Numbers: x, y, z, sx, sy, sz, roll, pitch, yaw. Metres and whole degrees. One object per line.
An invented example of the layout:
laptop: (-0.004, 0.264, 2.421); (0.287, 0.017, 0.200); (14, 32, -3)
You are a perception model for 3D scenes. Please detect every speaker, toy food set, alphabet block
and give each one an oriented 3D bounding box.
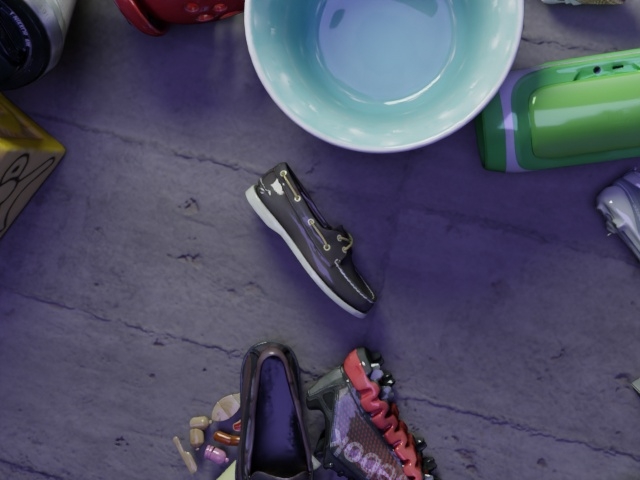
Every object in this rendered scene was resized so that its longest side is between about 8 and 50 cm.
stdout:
speaker: (0.341, -0.158, 0.984); (0.297, 0.131, 0.131); (-7, 94, 7)
toy food set: (-0.137, 0.266, 1.123); (0.122, 0.019, 0.078); (-32, 78, 1)
alphabet block: (-0.487, -0.102, 1.046); (0.193, 0.192, 0.197); (40, 97, -1)

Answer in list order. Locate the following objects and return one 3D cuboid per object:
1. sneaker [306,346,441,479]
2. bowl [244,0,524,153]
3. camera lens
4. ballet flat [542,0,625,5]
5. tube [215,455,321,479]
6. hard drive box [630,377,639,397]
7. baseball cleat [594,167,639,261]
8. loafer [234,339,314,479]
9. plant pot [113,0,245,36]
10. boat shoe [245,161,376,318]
sneaker: (0.070, 0.284, 1.068); (0.135, 0.097, 0.276); (-27, 90, 8)
bowl: (0.078, -0.259, 0.983); (0.312, 0.163, 0.311); (1, 95, 7)
camera lens: (-0.388, -0.330, 0.947); (0.220, 0.219, 0.274); (0, 58, 6)
ballet flat: (0.279, -0.338, 1.012); (0.206, 0.073, 0.067); (36, 125, 4)
tube: (-0.119, 0.352, 1.116); (0.240, 0.062, 0.070); (-41, 131, 0)
hard drive box: (0.546, 0.198, 1.014); (0.232, 0.089, 0.181); (-36, 90, 8)
baseball cleat: (0.438, 0.001, 1.016); (0.109, 0.072, 0.206); (-39, 94, 1)
loafer: (-0.060, 0.281, 1.055); (0.109, 0.095, 0.302); (-5, 83, -6)
plant pot: (-0.172, -0.353, 0.989); (0.174, 0.191, 0.191); (-18, 93, 10)
boat shoe: (0.000, 0.000, 1.056); (0.069, 0.081, 0.227); (-42, 87, 12)
